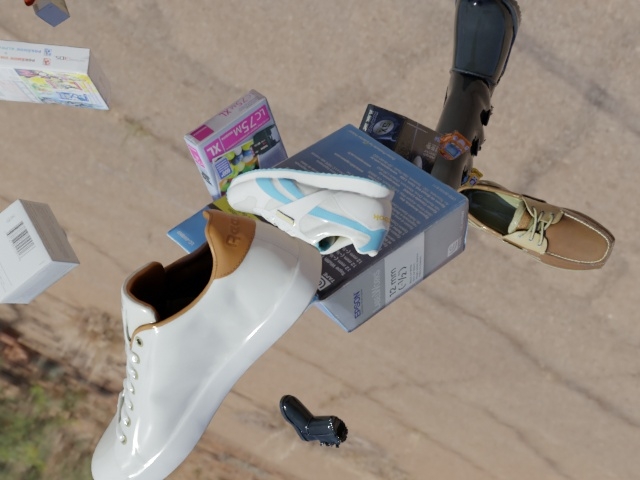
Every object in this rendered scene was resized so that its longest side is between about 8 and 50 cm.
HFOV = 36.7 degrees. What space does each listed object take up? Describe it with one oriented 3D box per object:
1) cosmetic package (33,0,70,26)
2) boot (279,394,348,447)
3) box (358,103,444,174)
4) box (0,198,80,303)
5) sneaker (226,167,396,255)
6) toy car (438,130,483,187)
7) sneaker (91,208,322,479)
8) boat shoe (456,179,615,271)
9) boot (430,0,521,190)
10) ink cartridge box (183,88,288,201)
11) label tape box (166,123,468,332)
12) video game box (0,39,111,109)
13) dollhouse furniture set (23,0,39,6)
[{"bbox_3d":[-0.515,-0.464,1.808,0.041,0.115,0.060,-29,155,14],"label":"cosmetic package"},{"bbox_3d":[-0.011,0.333,1.789,0.099,0.045,0.121,-6,125,41],"label":"boot"},{"bbox_3d":[0.124,-0.139,1.656,0.077,0.147,0.180,25,-173,28],"label":"box"},{"bbox_3d":[-0.697,0.028,2.266,0.181,0.182,0.119,58,-165,15],"label":"box"},{"bbox_3d":[-0.022,-0.034,1.183,0.229,0.092,0.087,6,173,32],"label":"sneaker"},{"bbox_3d":[0.225,-0.120,1.505,0.122,0.040,0.060,44,165,-31],"label":"toy car"},{"bbox_3d":[-0.130,0.087,0.784,0.123,0.290,0.106,28,-158,-25],"label":"sneaker"},{"bbox_3d":[0.399,-0.028,1.865,0.324,0.122,0.120,21,-174,25],"label":"boat shoe"},{"bbox_3d":[0.301,-0.292,2.115,0.146,0.445,0.367,18,162,20],"label":"boot"},{"bbox_3d":[-0.156,-0.149,2.070,0.065,0.186,0.311,38,157,39],"label":"ink cartridge box"},{"bbox_3d":[0.000,0.000,1.361,0.249,0.347,0.115,37,149,34],"label":"label tape box"},{"bbox_3d":[-0.425,-0.250,1.462,0.187,0.048,0.205,7,173,-3],"label":"video game box"},{"bbox_3d":[-0.314,-0.324,1.100,0.135,0.262,0.259,54,170,-5],"label":"dollhouse furniture set"}]
